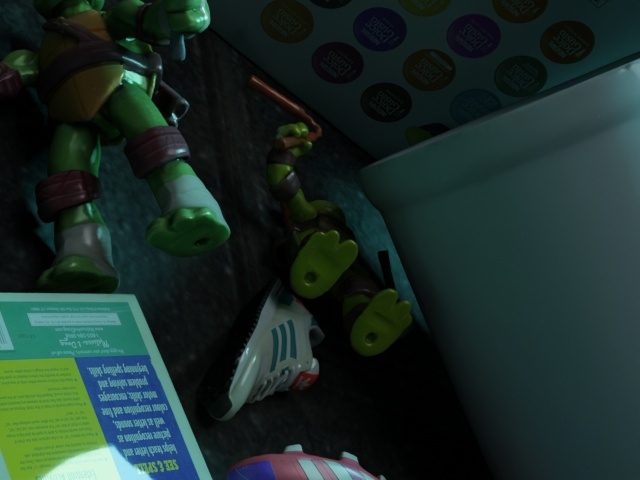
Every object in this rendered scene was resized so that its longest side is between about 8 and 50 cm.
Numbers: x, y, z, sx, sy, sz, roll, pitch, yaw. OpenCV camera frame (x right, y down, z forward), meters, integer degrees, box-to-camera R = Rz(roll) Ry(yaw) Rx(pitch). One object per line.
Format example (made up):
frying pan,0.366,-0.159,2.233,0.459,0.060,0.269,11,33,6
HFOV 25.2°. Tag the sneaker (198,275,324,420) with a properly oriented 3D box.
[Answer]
sneaker,-0.035,0.093,1.090,0.075,0.057,0.161,40,29,-9

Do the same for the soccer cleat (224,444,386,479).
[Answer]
soccer cleat,0.033,0.225,1.030,0.248,0.083,0.095,33,40,-35

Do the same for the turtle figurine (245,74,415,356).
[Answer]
turtle figurine,0.000,0.000,1.191,0.269,0.087,0.217,61,3,-19

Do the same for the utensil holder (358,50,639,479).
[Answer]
utensil holder,0.254,0.055,1.196,0.327,0.328,0.385,-29,96,-59

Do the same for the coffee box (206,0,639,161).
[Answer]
coffee box,0.124,-0.312,1.446,0.338,0.334,0.338,37,37,-25

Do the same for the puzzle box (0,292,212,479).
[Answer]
puzzle box,-0.211,0.157,0.793,0.409,0.052,0.272,3,55,-52

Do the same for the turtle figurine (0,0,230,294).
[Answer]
turtle figurine,-0.175,-0.112,0.987,0.198,0.274,0.266,-12,68,-20
